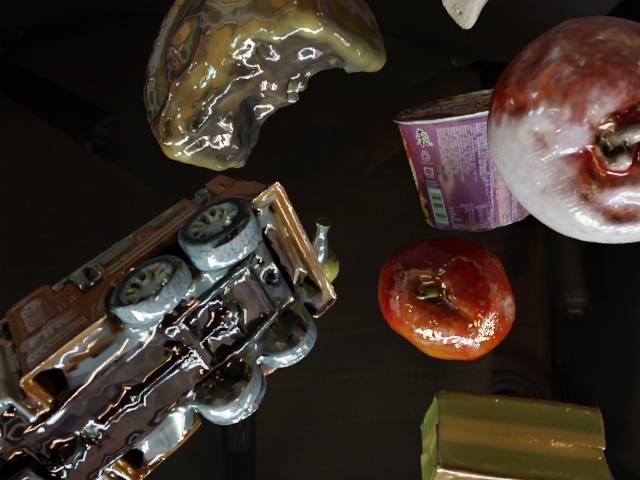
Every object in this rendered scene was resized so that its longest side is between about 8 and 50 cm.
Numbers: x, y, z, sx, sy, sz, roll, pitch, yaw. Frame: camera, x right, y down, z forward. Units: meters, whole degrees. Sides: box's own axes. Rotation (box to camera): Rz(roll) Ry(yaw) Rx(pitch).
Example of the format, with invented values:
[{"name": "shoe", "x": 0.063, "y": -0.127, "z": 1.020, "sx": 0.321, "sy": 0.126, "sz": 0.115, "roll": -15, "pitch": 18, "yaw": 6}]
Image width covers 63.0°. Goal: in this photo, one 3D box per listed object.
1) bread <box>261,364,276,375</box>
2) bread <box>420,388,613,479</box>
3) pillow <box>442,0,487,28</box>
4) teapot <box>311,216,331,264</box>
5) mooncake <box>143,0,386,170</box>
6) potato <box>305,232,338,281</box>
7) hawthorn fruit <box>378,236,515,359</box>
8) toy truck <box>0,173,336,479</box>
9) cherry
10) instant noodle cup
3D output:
[{"name": "bread", "x": -0.163, "y": 0.203, "z": 1.186, "sx": 0.224, "sy": 0.142, "sz": 0.211, "roll": 24, "pitch": 66, "yaw": -30}, {"name": "bread", "x": 0.162, "y": 0.182, "z": 0.453, "sx": 0.139, "sy": 0.084, "sz": 0.074, "roll": 4, "pitch": 52, "yaw": 3}, {"name": "pillow", "x": 0.411, "y": -0.686, "z": 1.440, "sx": 0.038, "sy": 0.232, "sz": 0.130, "roll": -43, "pitch": 89, "yaw": -16}, {"name": "teapot", "x": 0.000, "y": 0.000, "z": 1.070, "sx": 0.043, "sy": 0.042, "sz": 0.110, "roll": 8, "pitch": 134, "yaw": -3}, {"name": "mooncake", "x": -0.118, "y": -0.301, "z": 0.914, "sx": 0.393, "sy": 0.246, "sz": 0.394, "roll": 26, "pitch": 98, "yaw": 37}, {"name": "potato", "x": -0.035, "y": 0.056, "z": 1.453, "sx": 0.169, "sy": 0.248, "sz": 0.143, "roll": -3, "pitch": 101, "yaw": -10}, {"name": "hawthorn fruit", "x": 0.253, "y": 0.118, "z": 1.093, "sx": 0.287, "sy": 0.330, "sz": 0.287, "roll": -4, "pitch": 81, "yaw": 26}, {"name": "toy truck", "x": -0.168, "y": 0.086, "z": 0.384, "sx": 0.338, "sy": 0.184, "sz": 0.133, "roll": -40, "pitch": 127, "yaw": -20}, {"name": "cherry", "x": 0.413, "y": -0.153, "z": 0.762, "sx": 0.291, "sy": 0.335, "sz": 0.326, "roll": -39, "pitch": 66, "yaw": 30}, {"name": "instant noodle cup", "x": 0.351, "y": -0.185, "z": 1.187, "sx": 0.340, "sy": 0.340, "sz": 0.265, "roll": -14, "pitch": 109, "yaw": 0}]
